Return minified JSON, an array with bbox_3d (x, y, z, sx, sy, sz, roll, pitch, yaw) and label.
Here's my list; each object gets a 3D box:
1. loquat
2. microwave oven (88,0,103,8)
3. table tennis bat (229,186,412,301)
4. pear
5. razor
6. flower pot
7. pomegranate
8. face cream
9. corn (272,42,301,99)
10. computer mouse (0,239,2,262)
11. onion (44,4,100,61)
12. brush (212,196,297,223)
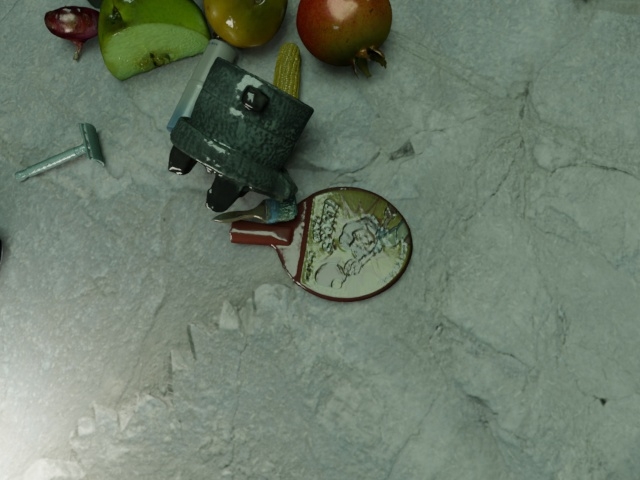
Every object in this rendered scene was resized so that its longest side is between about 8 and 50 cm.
[{"bbox_3d":[-0.193,-0.569,1.473,0.246,0.214,0.213,-31,68,44],"label":"loquat"},{"bbox_3d":[-0.529,-0.721,1.587,0.163,0.129,0.204,14,79,12],"label":"microwave oven"},{"bbox_3d":[0.000,0.000,1.372,0.415,0.051,0.268,7,74,8],"label":"table tennis bat"},{"bbox_3d":[-0.433,-0.535,1.469,0.293,0.292,0.159,-17,84,4],"label":"pear"},{"bbox_3d":[-0.660,-0.200,1.515,0.232,0.068,0.106,-22,73,7],"label":"razor"},{"bbox_3d":[-0.165,-0.209,1.317,0.299,0.299,0.282,33,101,15],"label":"flower pot"},{"bbox_3d":[0.066,-0.499,1.404,0.221,0.221,0.256,-31,90,0],"label":"pomegranate"},{"bbox_3d":[-0.292,-0.368,1.489,0.077,0.077,0.250,22,79,13],"label":"face cream"},{"bbox_3d":[-0.082,-0.384,1.471,0.068,0.067,0.206,3,74,9],"label":"corn"},{"bbox_3d":[-0.848,0.071,1.453,0.137,0.096,0.233,14,74,6],"label":"computer mouse"},{"bbox_3d":[-0.634,-0.536,1.572,0.150,0.150,0.140,4,107,9],"label":"onion"},{"bbox_3d":[-0.150,-0.063,1.371,0.197,0.021,0.070,-9,61,3],"label":"brush"}]
